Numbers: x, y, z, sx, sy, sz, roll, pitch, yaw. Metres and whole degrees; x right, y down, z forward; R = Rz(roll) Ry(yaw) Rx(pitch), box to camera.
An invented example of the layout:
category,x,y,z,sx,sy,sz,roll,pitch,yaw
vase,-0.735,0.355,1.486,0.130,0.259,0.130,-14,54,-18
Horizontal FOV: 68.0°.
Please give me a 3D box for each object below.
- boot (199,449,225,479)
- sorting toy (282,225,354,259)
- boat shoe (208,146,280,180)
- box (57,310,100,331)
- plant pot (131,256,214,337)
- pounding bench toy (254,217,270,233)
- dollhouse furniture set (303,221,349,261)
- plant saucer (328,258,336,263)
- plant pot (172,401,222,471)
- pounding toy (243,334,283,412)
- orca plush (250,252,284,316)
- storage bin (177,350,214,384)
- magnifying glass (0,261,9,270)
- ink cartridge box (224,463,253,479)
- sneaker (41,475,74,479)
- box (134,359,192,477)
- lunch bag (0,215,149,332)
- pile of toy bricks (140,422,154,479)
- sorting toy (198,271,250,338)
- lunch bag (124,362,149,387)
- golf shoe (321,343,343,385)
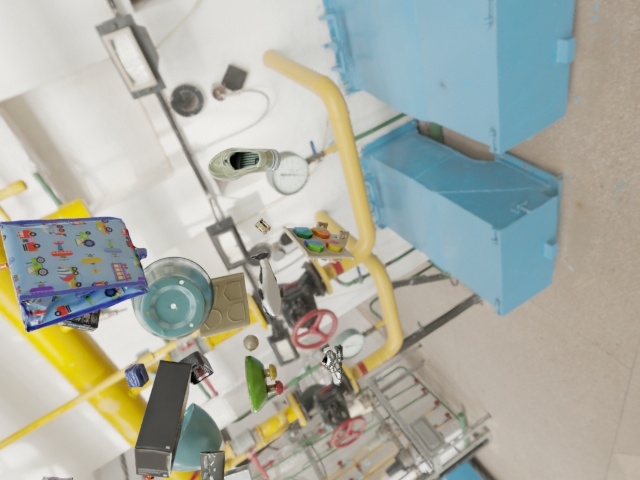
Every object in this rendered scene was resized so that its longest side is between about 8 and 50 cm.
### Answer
category,x,y,z,sx,sy,sz,roll,pitch,yaw
boot,-0.458,0.941,1.858,0.076,0.189,0.209,146,117,-82
sorting toy,-0.005,0.002,1.612,0.193,0.208,0.038,47,122,46
boat shoe,-0.264,-0.255,1.512,0.302,0.094,0.109,-3,87,36
box,-1.019,0.260,2.000,0.175,0.051,0.220,25,-135,-42
plant pot,-0.465,0.193,1.495,0.272,0.271,0.255,63,166,-9
pounding bench toy,-0.270,-0.059,2.247,0.065,0.052,0.083,43,170,6
dollhouse furniture set,0.000,0.000,1.872,0.129,0.183,0.129,24,102,36
plant saucer,0.021,0.052,1.664,0.083,0.013,0.083,42,172,7
plant pot,-0.558,0.909,2.130,0.195,0.290,0.290,31,171,-12
pounding toy,-0.185,0.438,1.566,0.183,0.110,0.237,92,169,-62
orca plush,-0.262,0.207,2.128,0.102,0.151,0.287,-19,95,38
storage bin,-0.620,0.635,2.358,0.084,0.122,0.180,53,169,27
magnifying glass,-1.309,0.123,1.828,0.092,0.230,0.026,67,-170,-68
ink cartridge box,-0.196,0.632,1.198,0.029,0.062,0.115,-140,34,-83
sneaker,-0.673,0.645,1.229,0.169,0.071,0.068,-16,78,43
box,-0.445,0.506,1.356,0.261,0.103,0.184,-89,15,-46
lunch bag,-0.557,0.051,1.116,0.221,0.293,0.138,57,142,27
pile of toy bricks,-0.637,0.810,1.812,0.118,0.105,0.212,17,-153,-46
sorting toy,-0.424,0.256,1.818,0.041,0.307,0.229,12,109,57
lunch bag,-0.733,0.538,1.903,0.067,0.065,0.099,-59,-41,-65
golf shoe,0.050,0.523,1.999,0.077,0.093,0.198,-95,4,-67
